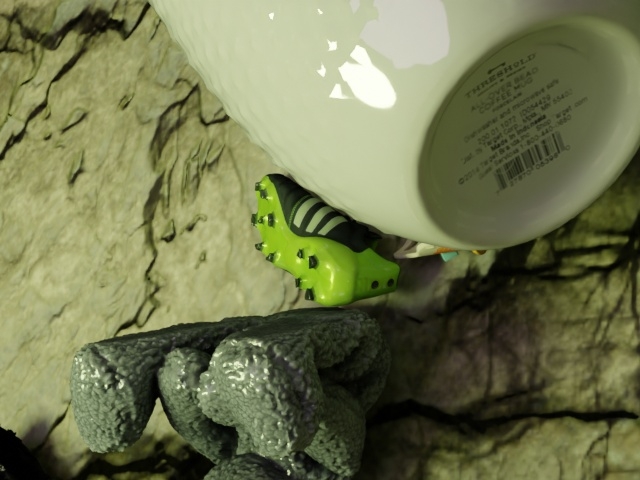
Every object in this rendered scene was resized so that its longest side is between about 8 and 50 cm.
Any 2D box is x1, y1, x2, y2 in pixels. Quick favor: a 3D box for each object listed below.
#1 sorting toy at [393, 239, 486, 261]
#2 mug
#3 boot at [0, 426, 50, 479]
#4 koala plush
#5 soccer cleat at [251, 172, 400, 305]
[{"bbox_3d":[0.083,-0.015,1.118,0.075,0.045,0.083,-18,44,48],"label":"sorting toy"},{"bbox_3d":[0.098,-0.175,1.020,0.374,0.276,0.328,-23,45,-13],"label":"mug"},{"bbox_3d":[-0.286,0.291,1.262,0.207,0.094,0.246,-44,47,22],"label":"boot"},{"bbox_3d":[-0.034,0.164,1.084,0.196,0.203,0.221,-5,93,36],"label":"koala plush"},{"bbox_3d":[0.000,0.000,1.168,0.179,0.072,0.060,-130,43,-57],"label":"soccer cleat"}]
